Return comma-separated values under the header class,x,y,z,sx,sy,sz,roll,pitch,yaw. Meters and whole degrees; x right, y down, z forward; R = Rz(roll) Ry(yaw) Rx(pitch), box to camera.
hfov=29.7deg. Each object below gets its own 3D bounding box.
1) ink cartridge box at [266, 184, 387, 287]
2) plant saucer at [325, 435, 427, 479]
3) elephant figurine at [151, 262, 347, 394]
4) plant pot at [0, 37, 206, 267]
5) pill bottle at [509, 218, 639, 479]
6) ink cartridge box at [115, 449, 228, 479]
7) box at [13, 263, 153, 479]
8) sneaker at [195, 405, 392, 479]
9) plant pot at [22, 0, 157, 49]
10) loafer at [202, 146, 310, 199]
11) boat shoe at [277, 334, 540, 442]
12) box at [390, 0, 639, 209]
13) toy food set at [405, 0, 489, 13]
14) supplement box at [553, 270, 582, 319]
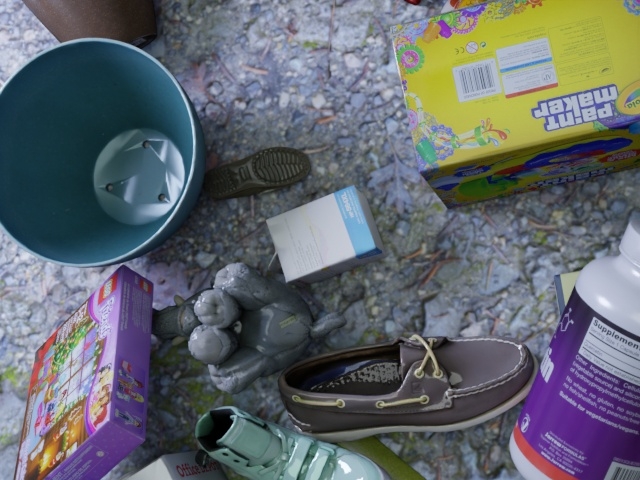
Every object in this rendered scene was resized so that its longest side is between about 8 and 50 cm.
class,x,y,z,sx,sy,sz,roll,pitch,yaw
ink cartridge box,0.000,0.000,1.571,0.143,0.092,0.089,-20,79,9
plant saucer,0.032,0.346,1.547,0.188,0.045,0.188,38,92,14
elephant figurine,-0.116,0.104,1.568,0.186,0.239,0.169,43,77,-12
plant pot,-0.271,-0.100,1.591,0.290,0.195,0.290,-1,83,13
pill bottle,0.351,0.145,1.384,0.182,0.181,0.322,24,110,14
ink cartridge box,-0.182,0.425,1.507,0.197,0.198,0.270,-32,77,7
box,-0.296,0.189,1.510,0.057,0.293,0.201,36,115,-27
sneaker,-0.044,0.274,1.469,0.256,0.151,0.094,9,71,40
plant pot,-0.321,-0.360,1.644,0.215,0.215,0.230,-27,93,8
loafer,-0.087,-0.089,1.626,0.148,0.050,0.056,-11,84,-5
boat shoe,0.108,0.173,1.508,0.324,0.096,0.116,-12,45,13
box,0.259,-0.170,1.439,0.290,0.279,0.177,-13,80,11
toy food set,0.140,-0.368,1.575,0.232,0.111,0.104,31,91,17
supplement box,0.339,0.079,1.505,0.083,0.056,0.083,-9,81,11
